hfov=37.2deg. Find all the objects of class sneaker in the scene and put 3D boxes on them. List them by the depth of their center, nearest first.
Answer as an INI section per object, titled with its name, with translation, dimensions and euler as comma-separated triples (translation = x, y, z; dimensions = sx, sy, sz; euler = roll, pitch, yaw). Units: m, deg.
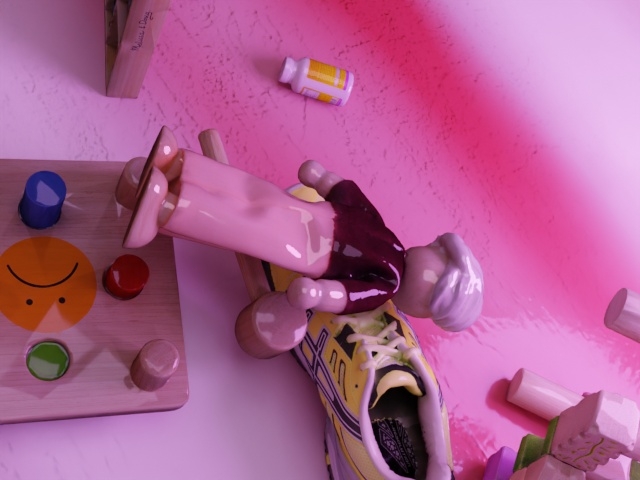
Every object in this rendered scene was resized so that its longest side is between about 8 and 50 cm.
[sneaker]
translation = 0.051, 0.106, 0.965
dimensions = 0.145, 0.147, 0.385
euler = -15, 74, -23

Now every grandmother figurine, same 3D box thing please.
[grandmother figurine]
translation = 0.000, 0.000, 0.882
dimensions = 0.342, 0.104, 0.208
euler = 21, 47, -15

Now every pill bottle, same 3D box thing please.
[pill bottle]
translation = -0.006, -0.190, 1.124
dimensions = 0.083, 0.043, 0.043
euler = 16, 64, -14

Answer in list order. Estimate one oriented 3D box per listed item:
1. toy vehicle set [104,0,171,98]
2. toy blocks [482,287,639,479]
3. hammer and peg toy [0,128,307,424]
[toy vehicle set]
translation = -0.183, -0.283, 0.970
dimensions = 0.035, 0.267, 0.166
euler = 2, 67, -21
[toy blocks]
translation = 0.316, 0.263, 0.917
dimensions = 0.260, 0.289, 0.309
euler = 26, 59, -3
[hammer and peg toy]
translation = -0.210, 0.036, 0.910
dimensions = 0.361, 0.127, 0.266
euler = -2, 69, -23
